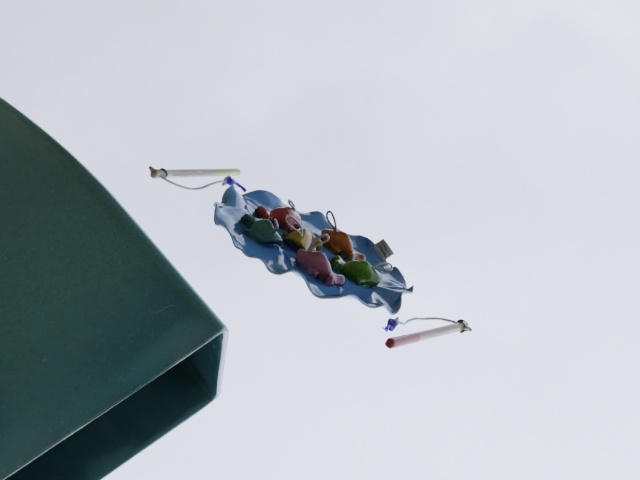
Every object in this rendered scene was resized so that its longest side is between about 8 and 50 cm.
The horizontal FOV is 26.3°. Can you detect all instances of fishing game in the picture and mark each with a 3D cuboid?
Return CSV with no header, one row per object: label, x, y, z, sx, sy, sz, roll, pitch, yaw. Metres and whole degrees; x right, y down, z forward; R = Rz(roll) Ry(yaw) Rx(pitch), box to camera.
fishing game,0.000,0.000,1.120,0.264,0.189,0.041,36,-71,25

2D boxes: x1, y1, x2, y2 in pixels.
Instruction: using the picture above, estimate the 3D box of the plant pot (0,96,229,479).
plant pot,-0.192,0.030,0.837,0.165,0.165,0.234,-33,-103,-16
